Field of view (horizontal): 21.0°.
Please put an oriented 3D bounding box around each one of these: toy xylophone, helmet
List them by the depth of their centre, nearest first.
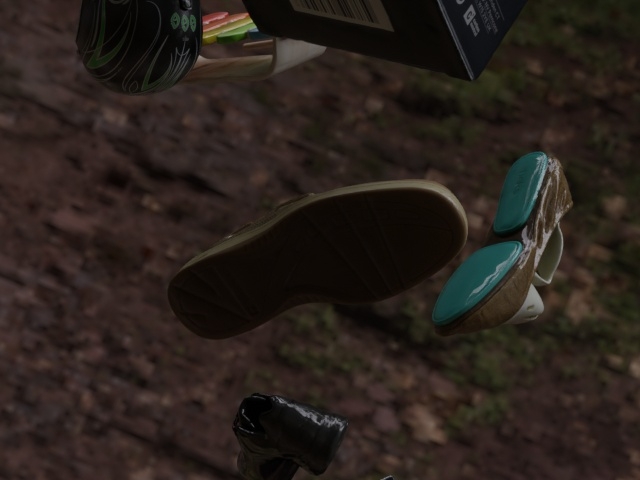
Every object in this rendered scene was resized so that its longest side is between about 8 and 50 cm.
[{"bbox_3d":[-0.236,-0.268,2.246,0.169,0.161,0.169,11,10,-2],"label":"helmet"},{"bbox_3d":[-0.112,-0.282,2.415,0.323,0.081,0.236,-2,19,33],"label":"toy xylophone"}]

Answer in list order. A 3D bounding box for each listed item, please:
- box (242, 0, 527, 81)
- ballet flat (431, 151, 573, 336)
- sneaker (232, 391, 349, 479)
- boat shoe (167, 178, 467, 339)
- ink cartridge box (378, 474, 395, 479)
[{"bbox_3d":[0.108,-0.404,1.851,0.293,0.395,0.212,18,-26,34],"label":"box"},{"bbox_3d":[0.262,0.031,2.314,0.116,0.342,0.124,-16,-56,42],"label":"ballet flat"},{"bbox_3d":[-0.065,0.260,2.336,0.130,0.109,0.286,31,-27,-11],"label":"sneaker"},{"bbox_3d":[0.000,0.000,1.738,0.341,0.110,0.121,-16,-69,29],"label":"boat shoe"},{"bbox_3d":[-0.027,0.449,2.442,0.069,0.176,0.371,60,-34,16],"label":"ink cartridge box"}]
